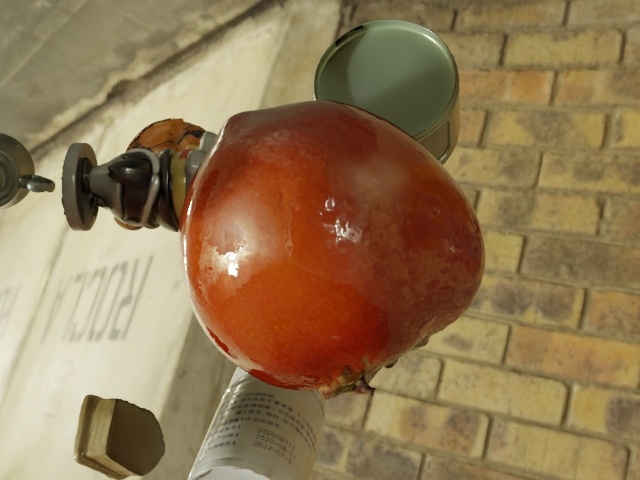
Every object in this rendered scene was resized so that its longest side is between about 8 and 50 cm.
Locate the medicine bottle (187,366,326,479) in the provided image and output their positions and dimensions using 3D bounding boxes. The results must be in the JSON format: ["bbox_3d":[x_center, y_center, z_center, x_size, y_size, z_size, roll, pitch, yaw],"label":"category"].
[{"bbox_3d":[-0.101,0.350,1.394,0.189,0.190,0.332,13,-152,4],"label":"medicine bottle"}]

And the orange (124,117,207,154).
[{"bbox_3d":[-0.311,-0.150,1.742,0.234,0.234,0.182,13,139,5],"label":"orange"}]

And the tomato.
[{"bbox_3d":[0.000,0.000,0.855,0.321,0.322,0.321,13,166,4],"label":"tomato"}]

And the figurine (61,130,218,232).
[{"bbox_3d":[-0.206,-0.063,1.080,0.236,0.133,0.176,0,163,1],"label":"figurine"}]

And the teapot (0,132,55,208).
[{"bbox_3d":[-0.654,-0.130,1.628,0.239,0.163,0.149,12,-173,-15],"label":"teapot"}]

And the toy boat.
[{"bbox_3d":[-0.318,0.327,1.328,0.061,0.116,0.188,-7,151,20],"label":"toy boat"}]

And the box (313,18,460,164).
[{"bbox_3d":[0.107,-0.216,1.292,0.226,0.226,0.149,11,161,14],"label":"box"}]
